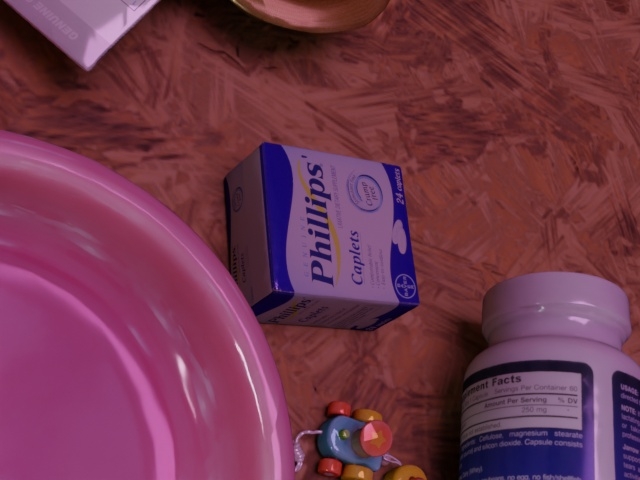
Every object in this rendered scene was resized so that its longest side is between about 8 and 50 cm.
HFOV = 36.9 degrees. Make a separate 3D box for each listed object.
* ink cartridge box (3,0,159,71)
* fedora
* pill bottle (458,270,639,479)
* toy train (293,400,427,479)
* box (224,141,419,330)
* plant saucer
[{"bbox_3d":[-0.198,-0.305,0.752,0.296,0.066,0.261,41,79,1],"label":"ink cartridge box"},{"bbox_3d":[-0.028,-0.250,0.859,0.194,0.079,0.194,8,68,-21],"label":"fedora"},{"bbox_3d":[0.189,0.169,0.775,0.153,0.153,0.265,21,60,-24],"label":"pill bottle"},{"bbox_3d":[0.039,0.203,0.730,0.125,0.046,0.166,-32,90,-38],"label":"toy train"},{"bbox_3d":[0.000,0.000,0.775,0.137,0.072,0.126,6,66,-30],"label":"box"},{"bbox_3d":[-0.169,0.115,0.442,0.332,0.084,0.332,8,76,-34],"label":"plant saucer"}]
